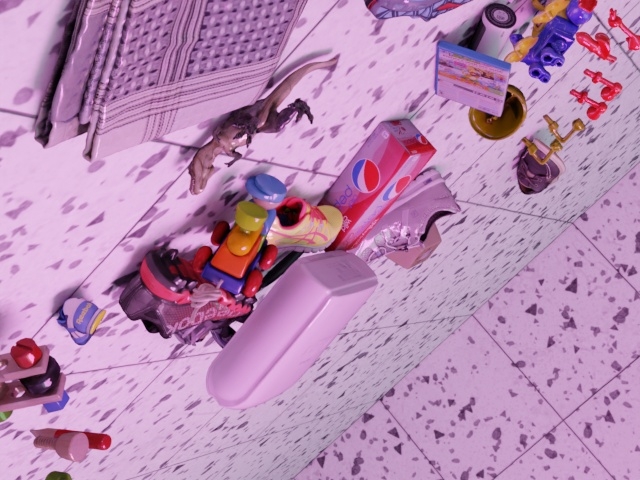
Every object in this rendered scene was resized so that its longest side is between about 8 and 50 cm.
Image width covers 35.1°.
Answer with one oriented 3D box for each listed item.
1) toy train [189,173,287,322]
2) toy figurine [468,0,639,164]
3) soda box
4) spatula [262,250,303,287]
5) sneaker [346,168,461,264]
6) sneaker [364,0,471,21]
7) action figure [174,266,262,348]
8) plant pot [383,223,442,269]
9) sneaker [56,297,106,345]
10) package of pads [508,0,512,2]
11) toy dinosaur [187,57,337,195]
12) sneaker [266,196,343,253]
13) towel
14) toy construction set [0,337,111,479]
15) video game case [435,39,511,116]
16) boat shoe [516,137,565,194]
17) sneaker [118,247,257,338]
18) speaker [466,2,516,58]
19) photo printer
[{"bbox_3d":[-0.120,0.007,1.472,0.248,0.105,0.143,-63,179,-61],"label":"toy train"},{"bbox_3d":[0.410,-0.328,1.707,0.362,0.191,0.217,122,-9,-55],"label":"toy figurine"},{"bbox_3d":[0.083,-0.091,1.778,0.092,0.083,0.263,-17,151,-51],"label":"soda box"},{"bbox_3d":[0.000,0.000,1.916,0.296,0.030,0.084,-35,164,-15],"label":"spatula"},{"bbox_3d":[0.159,-0.018,2.051,0.281,0.115,0.105,-42,162,6],"label":"sneaker"},{"bbox_3d":[0.154,-0.348,1.321,0.262,0.104,0.125,-18,170,-40],"label":"sneaker"},{"bbox_3d":[-0.170,0.133,1.807,0.185,0.099,0.285,-31,158,-4],"label":"action figure"},{"bbox_3d":[0.196,-0.003,2.195,0.109,0.096,0.109,-22,155,-42],"label":"plant pot"},{"bbox_3d":[-0.350,0.113,1.468,0.053,0.059,0.144,-66,-170,-24],"label":"sneaker"},{"bbox_3d":[0.267,-0.387,1.479,0.032,0.050,0.083,-46,162,2],"label":"package of pads"},{"bbox_3d":[-0.072,-0.158,1.306,0.268,0.064,0.118,-39,-160,-5],"label":"toy dinosaur"},{"bbox_3d":[-0.032,-0.033,1.684,0.208,0.081,0.094,-15,145,-44],"label":"sneaker"},{"bbox_3d":[-0.131,-0.224,1.070,0.324,0.056,0.312,-22,156,-41],"label":"towel"},{"bbox_3d":[-0.470,0.255,1.362,0.237,0.257,0.309,0,160,28],"label":"toy construction set"},{"bbox_3d":[0.245,-0.261,1.644,0.166,0.119,0.015,75,38,-71],"label":"video game case"},{"bbox_3d":[0.523,-0.166,2.450,0.092,0.103,0.285,-45,168,0],"label":"boat shoe"},{"bbox_3d":[-0.210,0.090,1.587,0.135,0.097,0.276,-43,154,17],"label":"sneaker"},{"bbox_3d":[0.271,-0.319,1.645,0.055,0.055,0.136,-31,161,-26],"label":"speaker"},{"bbox_3d":[-0.055,0.162,1.748,0.307,0.107,0.256,-51,165,17],"label":"photo printer"}]
